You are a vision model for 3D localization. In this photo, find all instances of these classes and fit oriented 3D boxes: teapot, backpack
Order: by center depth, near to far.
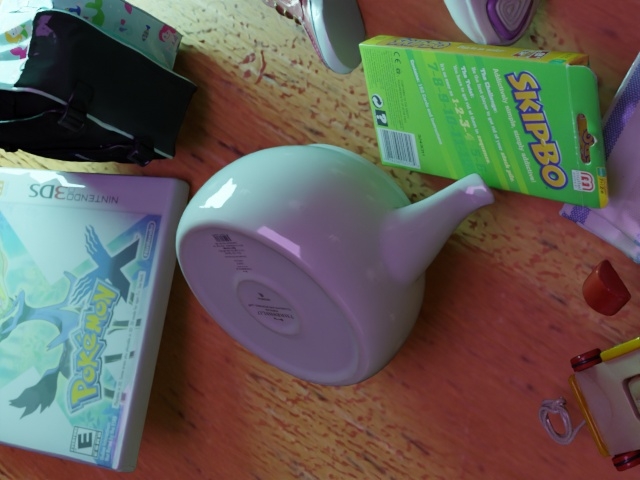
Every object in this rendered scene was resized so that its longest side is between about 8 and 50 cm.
[{"bbox_3d":[0.000,0.000,1.073,0.256,0.187,0.252,31,148,12],"label":"teapot"},{"bbox_3d":[-0.289,-0.178,1.254,0.253,0.225,0.191,-5,69,43],"label":"backpack"}]

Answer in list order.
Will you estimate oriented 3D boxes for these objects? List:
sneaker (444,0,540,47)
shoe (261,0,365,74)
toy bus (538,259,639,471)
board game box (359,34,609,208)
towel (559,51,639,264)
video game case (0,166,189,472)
[{"bbox_3d":[0.109,-0.307,1.022,0.152,0.114,0.305,-26,78,57],"label":"sneaker"},{"bbox_3d":[-0.015,-0.237,1.135,0.081,0.063,0.178,-24,74,38],"label":"shoe"},{"bbox_3d":[0.283,0.114,0.905,0.202,0.104,0.191,42,141,49],"label":"toy bus"},{"bbox_3d":[0.142,-0.107,0.986,0.259,0.039,0.124,19,129,48],"label":"board game box"},{"bbox_3d":[0.340,-0.039,0.887,0.285,0.034,0.209,37,118,29],"label":"towel"},{"bbox_3d":[-0.307,0.081,1.329,0.300,0.036,0.329,5,81,31],"label":"video game case"}]
